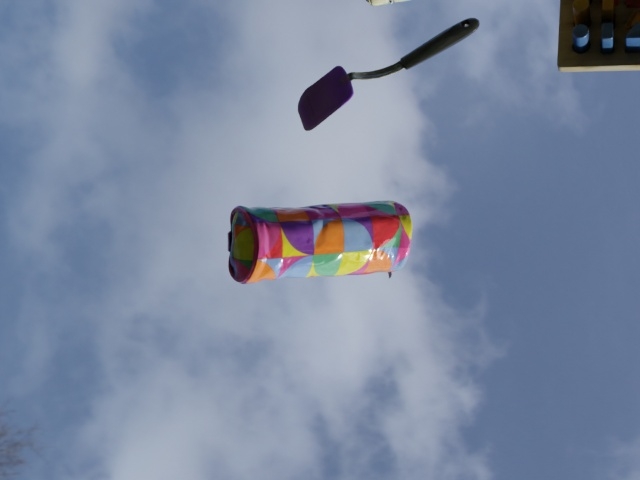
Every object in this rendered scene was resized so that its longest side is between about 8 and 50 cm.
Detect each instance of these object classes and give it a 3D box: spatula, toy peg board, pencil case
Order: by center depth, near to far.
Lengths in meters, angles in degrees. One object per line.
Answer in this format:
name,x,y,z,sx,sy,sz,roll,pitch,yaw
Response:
pencil case,0.000,0.000,1.190,0.104,0.236,0.105,6,-83,60
toy peg board,0.380,-0.303,1.215,0.161,0.079,0.161,1,-110,18
spatula,0.097,-0.254,1.423,0.296,0.030,0.084,-25,-131,6

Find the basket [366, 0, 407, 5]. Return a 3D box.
basket,0.120,-0.467,1.327,0.201,0.255,0.289,-10,-137,10
